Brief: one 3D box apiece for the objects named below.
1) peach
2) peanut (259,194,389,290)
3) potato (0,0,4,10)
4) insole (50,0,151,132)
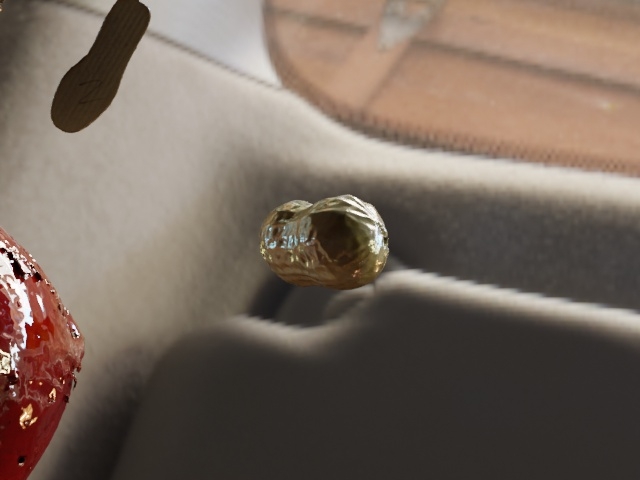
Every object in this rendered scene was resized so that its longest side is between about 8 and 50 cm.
[{"bbox_3d":[-0.401,0.100,1.475,0.370,0.370,0.370,-4,-138,4],"label":"peach"},{"bbox_3d":[0.000,0.000,1.635,0.214,0.090,0.098,0,-117,61],"label":"peanut"},{"bbox_3d":[-0.399,-0.477,2.046,0.442,0.385,0.319,-36,-169,-36],"label":"potato"},{"bbox_3d":[-0.252,-0.198,1.853,0.064,0.188,0.004,28,-157,-15],"label":"insole"}]
